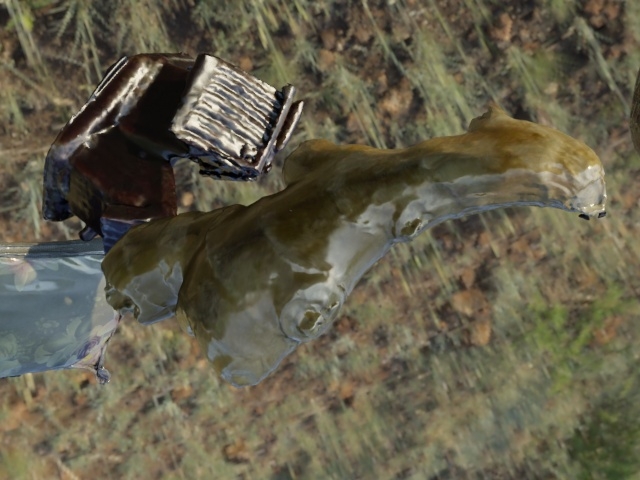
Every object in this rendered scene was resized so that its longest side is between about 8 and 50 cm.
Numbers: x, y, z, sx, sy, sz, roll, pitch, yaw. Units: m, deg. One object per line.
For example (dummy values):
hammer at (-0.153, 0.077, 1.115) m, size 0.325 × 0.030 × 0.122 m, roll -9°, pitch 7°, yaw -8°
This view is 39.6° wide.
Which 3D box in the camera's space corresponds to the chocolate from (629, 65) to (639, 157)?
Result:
chocolate at (0.575, -0.153, 1.149) m, size 0.383 × 0.331 × 0.384 m, roll -29°, pitch 138°, yaw -30°

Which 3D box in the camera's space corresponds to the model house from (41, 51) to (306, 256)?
model house at (-0.120, -0.066, 0.737) m, size 0.203 × 0.164 × 0.141 m, roll -56°, pitch 166°, yaw -12°

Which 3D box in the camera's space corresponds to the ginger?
ginger at (0.000, 0.000, 0.539) m, size 0.333 × 0.148 × 0.081 m, roll -24°, pitch 129°, yaw 16°

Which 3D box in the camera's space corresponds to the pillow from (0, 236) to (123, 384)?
pillow at (-0.272, 0.061, 0.750) m, size 0.255 × 0.059 × 0.169 m, roll 0°, pitch 114°, yaw -45°
